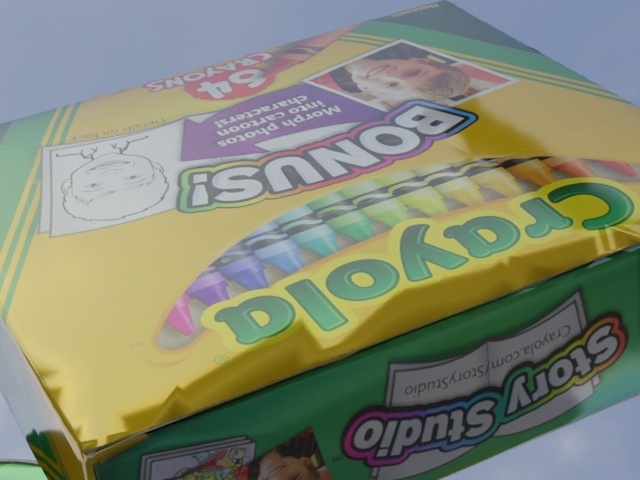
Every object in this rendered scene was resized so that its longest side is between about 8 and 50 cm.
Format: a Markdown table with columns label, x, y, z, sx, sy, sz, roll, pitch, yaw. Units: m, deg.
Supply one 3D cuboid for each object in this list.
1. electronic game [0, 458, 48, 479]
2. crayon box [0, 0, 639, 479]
| label | x | y | z | sx | sy | sz | roll | pitch | yaw |
| --- | --- | --- | --- | --- | --- | --- | --- | --- | --- |
| electronic game | -0.230 | 0.204 | 0.794 | 0.229 | 0.229 | 0.048 | -9 | -63 | 9 |
| crayon box | 0.000 | 0.000 | 0.730 | 0.363 | 0.313 | 0.106 | -19 | -57 | -21 |
